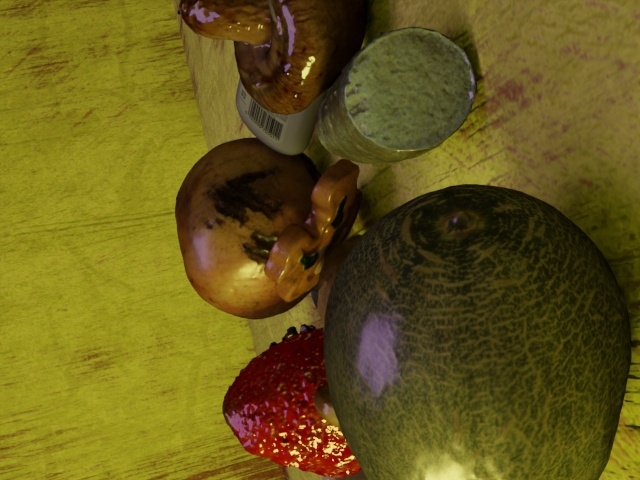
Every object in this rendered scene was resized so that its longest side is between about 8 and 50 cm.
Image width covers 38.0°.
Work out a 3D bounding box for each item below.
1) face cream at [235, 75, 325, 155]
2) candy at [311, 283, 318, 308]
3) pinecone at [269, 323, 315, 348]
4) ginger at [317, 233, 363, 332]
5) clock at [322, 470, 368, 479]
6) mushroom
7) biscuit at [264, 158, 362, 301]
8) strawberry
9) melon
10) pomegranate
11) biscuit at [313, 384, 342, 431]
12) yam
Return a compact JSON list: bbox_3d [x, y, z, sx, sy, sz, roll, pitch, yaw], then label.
[{"bbox_3d":[-0.050,-0.287,1.451,0.163,0.080,0.337,44,145,18],"label":"face cream"},{"bbox_3d":[0.004,0.081,1.753,0.103,0.043,0.103,167,90,-78],"label":"candy"},{"bbox_3d":[-0.033,0.263,1.865,0.179,0.149,0.195,-115,19,-66],"label":"pinecone"},{"bbox_3d":[0.073,0.123,1.281,0.354,0.126,0.190,-123,50,-64],"label":"ginger"},{"bbox_3d":[0.098,0.566,1.690,0.338,0.102,0.339,168,90,-77],"label":"clock"},{"bbox_3d":[-0.057,-0.312,1.221,0.283,0.195,0.263,27,132,31],"label":"mushroom"},{"bbox_3d":[0.000,0.000,1.379,0.047,0.202,0.334,34,170,9],"label":"biscuit"},{"bbox_3d":[-0.023,0.270,1.537,0.257,0.276,0.258,168,90,-74],"label":"strawberry"},{"bbox_3d":[0.126,0.108,0.762,0.249,0.248,0.329,-118,17,-52],"label":"melon"},{"bbox_3d":[-0.115,-0.023,1.639,0.322,0.322,0.322,167,90,-78],"label":"pomegranate"},{"bbox_3d":[0.100,0.244,1.141,0.047,0.207,0.164,-66,16,-7],"label":"biscuit"},{"bbox_3d":[0.063,-0.150,1.058,0.330,0.133,0.133,-174,71,-79],"label":"yam"}]
